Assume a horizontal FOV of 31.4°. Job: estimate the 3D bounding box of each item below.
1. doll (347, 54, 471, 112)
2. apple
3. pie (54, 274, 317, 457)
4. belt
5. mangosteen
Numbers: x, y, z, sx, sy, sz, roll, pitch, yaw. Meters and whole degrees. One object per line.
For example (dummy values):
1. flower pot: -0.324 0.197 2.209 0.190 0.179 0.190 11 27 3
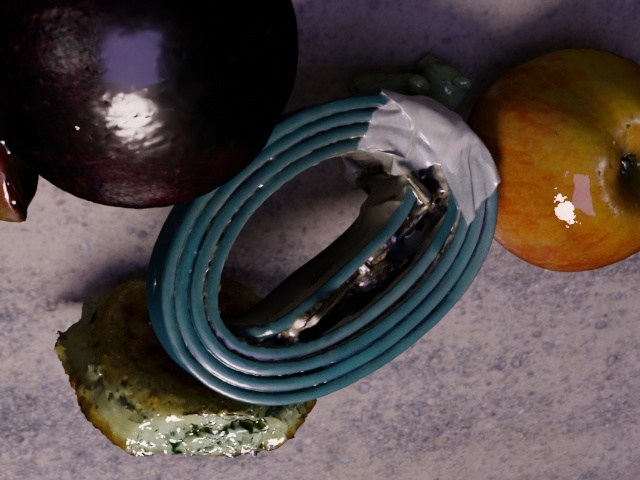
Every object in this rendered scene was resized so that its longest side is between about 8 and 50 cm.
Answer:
1. doll: 0.112 -0.197 1.420 0.150 0.078 0.115 1 170 -8
2. apple: 0.325 -0.090 1.430 0.301 0.301 0.301 -7 127 -9
3. pie: -0.166 0.156 1.475 0.354 0.288 0.103 3 126 -11
4. belt: -0.001 0.001 1.334 0.436 0.173 0.300 -38 103 -15
5. mangosteen: -0.236 -0.198 1.132 0.435 0.382 0.382 -28 128 -7
